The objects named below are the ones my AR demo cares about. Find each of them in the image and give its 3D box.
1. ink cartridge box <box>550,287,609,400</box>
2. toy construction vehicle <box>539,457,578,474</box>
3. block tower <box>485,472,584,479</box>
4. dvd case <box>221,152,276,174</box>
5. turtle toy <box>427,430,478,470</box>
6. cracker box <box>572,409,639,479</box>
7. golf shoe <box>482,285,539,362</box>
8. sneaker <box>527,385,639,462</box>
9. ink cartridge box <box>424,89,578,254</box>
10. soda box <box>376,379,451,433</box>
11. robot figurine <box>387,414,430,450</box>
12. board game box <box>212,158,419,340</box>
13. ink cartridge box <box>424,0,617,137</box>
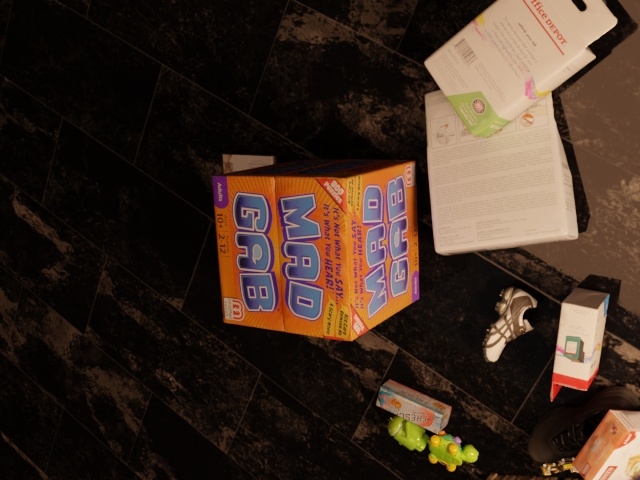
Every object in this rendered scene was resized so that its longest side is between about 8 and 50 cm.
[{"bbox_3d":[0.566,0.234,1.655,0.078,0.134,0.231,11,107,29],"label":"ink cartridge box"},{"bbox_3d":[0.565,0.522,1.736,0.086,0.098,0.035,106,160,-64],"label":"toy construction vehicle"},{"bbox_3d":[0.552,0.616,1.777,0.335,0.091,0.097,-6,97,33],"label":"block tower"},{"bbox_3d":[-0.197,-0.117,2.112,0.180,0.022,0.253,6,104,30],"label":"dvd case"},{"bbox_3d":[0.331,0.527,1.907,0.130,0.066,0.095,19,134,24],"label":"turtle toy"},{"bbox_3d":[0.664,0.438,1.589,0.155,0.232,0.067,-67,30,25],"label":"cracker box"},{"bbox_3d":[0.441,0.208,1.761,0.094,0.077,0.198,24,114,25],"label":"golf shoe"},{"bbox_3d":[0.573,0.426,1.698,0.109,0.130,0.286,52,123,9],"label":"sneaker"},{"bbox_3d":[0.400,-0.173,1.717,0.308,0.091,0.385,-9,80,33],"label":"ink cartridge box"},{"bbox_3d":[0.239,0.425,1.943,0.183,0.063,0.058,20,110,27],"label":"soda box"},{"bbox_3d":[0.225,0.495,1.960,0.115,0.067,0.101,35,159,10],"label":"robot figurine"},{"bbox_3d":[0.000,0.000,1.817,0.356,0.356,0.356,4,103,31],"label":"board game box"},{"bbox_3d":[0.422,-0.401,1.586,0.353,0.119,0.207,-37,75,26],"label":"ink cartridge box"}]
